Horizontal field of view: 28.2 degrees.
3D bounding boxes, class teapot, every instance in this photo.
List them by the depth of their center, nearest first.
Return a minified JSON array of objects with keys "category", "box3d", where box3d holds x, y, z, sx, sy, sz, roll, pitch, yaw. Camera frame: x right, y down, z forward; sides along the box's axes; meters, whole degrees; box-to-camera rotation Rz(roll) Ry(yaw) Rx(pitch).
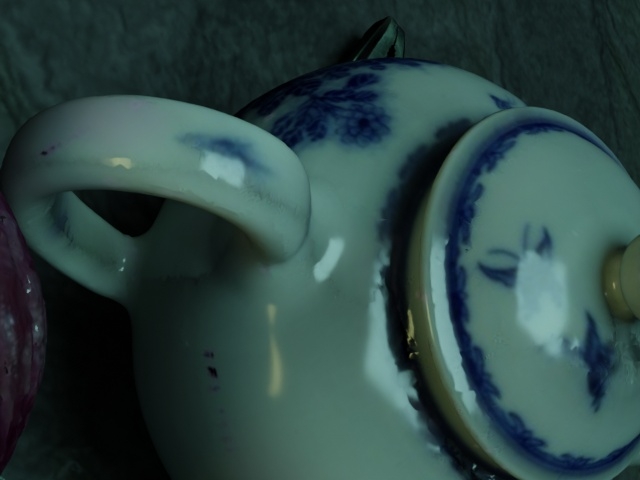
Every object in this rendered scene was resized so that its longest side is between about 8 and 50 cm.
[{"category":"teapot","box3d":[0.054,0.035,0.573,0.424,0.280,0.252,25,65,-34]}]

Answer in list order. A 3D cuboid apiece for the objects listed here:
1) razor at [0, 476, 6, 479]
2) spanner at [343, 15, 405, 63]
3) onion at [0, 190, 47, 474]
[{"category":"razor","box3d":[-0.141,0.132,0.563,0.324,0.056,0.093,47,49,-30]},{"category":"spanner","box3d":[0.000,0.000,0.751,0.095,0.040,0.325,38,57,-36]},{"category":"onion","box3d":[-0.222,-0.020,0.385,0.349,0.159,0.267,58,38,-5]}]
